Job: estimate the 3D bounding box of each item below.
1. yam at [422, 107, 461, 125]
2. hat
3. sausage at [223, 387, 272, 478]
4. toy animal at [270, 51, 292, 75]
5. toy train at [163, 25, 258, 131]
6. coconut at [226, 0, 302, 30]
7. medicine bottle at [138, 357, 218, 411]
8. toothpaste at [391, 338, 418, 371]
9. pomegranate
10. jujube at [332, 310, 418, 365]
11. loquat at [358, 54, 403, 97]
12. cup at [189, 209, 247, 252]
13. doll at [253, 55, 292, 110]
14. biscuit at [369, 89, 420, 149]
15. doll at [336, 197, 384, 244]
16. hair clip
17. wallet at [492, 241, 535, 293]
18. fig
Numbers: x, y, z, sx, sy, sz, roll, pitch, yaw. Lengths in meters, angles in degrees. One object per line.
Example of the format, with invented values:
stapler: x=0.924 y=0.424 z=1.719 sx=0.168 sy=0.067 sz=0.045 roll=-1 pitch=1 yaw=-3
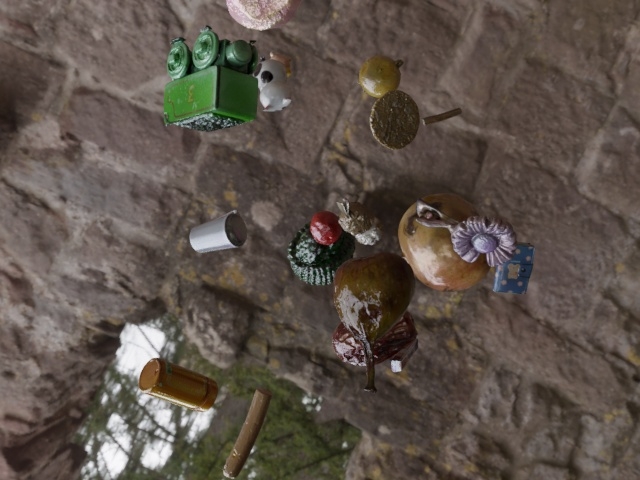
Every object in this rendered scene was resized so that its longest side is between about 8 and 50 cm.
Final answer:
yam: x=0.431 y=-0.439 z=2.172 sx=0.146 sy=0.032 sz=0.032 roll=-19 pitch=-166 yaw=-8
hat: x=0.000 y=0.000 z=2.243 sx=0.243 sy=0.274 sz=0.332 roll=17 pitch=156 yaw=12
sausage: x=-0.234 y=0.626 z=1.979 sx=0.066 sy=0.301 sz=0.066 roll=23 pitch=178 yaw=1
toy animal: x=-0.153 y=-0.597 z=2.082 sx=0.115 sy=0.081 sz=0.091 roll=0 pitch=-174 yaw=-3
toy train: x=-0.229 y=-0.324 z=1.267 sx=0.133 sy=0.187 sz=0.243 roll=6 pitch=177 yaw=-43
coconut: x=-0.164 y=-0.717 z=1.739 sx=0.233 sy=0.233 sz=0.245 roll=26 pitch=-160 yaw=-6
medicine bottle: x=-0.369 y=0.378 z=1.594 sx=0.192 sy=0.096 sz=0.096 roll=33 pitch=180 yaw=-39
toothpaste: x=0.298 y=0.402 z=2.149 sx=0.040 sy=0.047 sz=0.196 roll=0 pitch=-166 yaw=27
pomegranate: x=0.385 y=0.004 z=1.896 sx=0.322 sy=0.322 sz=0.322 roll=26 pitch=-175 yaw=-2
jujube: x=0.186 y=0.329 z=2.099 sx=0.197 sy=0.291 sz=0.197 roll=-19 pitch=-90 yaw=-80
loquat: x=0.249 y=-0.669 z=2.481 sx=0.149 sy=0.205 sz=0.172 roll=18 pitch=-137 yaw=-60
cup: x=-0.221 y=-0.024 z=1.352 sx=0.116 sy=0.104 sz=0.074 roll=-13 pitch=132 yaw=31
doll: x=-0.149 y=-0.487 z=1.935 sx=0.107 sy=0.111 sz=0.180 roll=36 pitch=-146 yaw=-66
biscuit: x=0.274 y=-0.440 z=2.237 sx=0.220 sy=0.219 sz=0.033 roll=23 pitch=180 yaw=-29
doll: x=0.120 y=-0.066 z=2.029 sx=0.221 sy=0.105 sz=0.114 roll=32 pitch=-148 yaw=-36
hair clip: x=0.385 y=-0.027 z=1.671 sx=0.301 sy=0.069 sz=0.172 roll=25 pitch=144 yaw=21
wallet: x=0.752 y=0.105 z=2.369 sx=0.141 sy=0.202 sz=0.059 roll=5 pitch=-167 yaw=-5
fig: x=0.097 y=0.160 z=1.322 sx=0.191 sy=0.290 sz=0.190 roll=21 pitch=153 yaw=11
